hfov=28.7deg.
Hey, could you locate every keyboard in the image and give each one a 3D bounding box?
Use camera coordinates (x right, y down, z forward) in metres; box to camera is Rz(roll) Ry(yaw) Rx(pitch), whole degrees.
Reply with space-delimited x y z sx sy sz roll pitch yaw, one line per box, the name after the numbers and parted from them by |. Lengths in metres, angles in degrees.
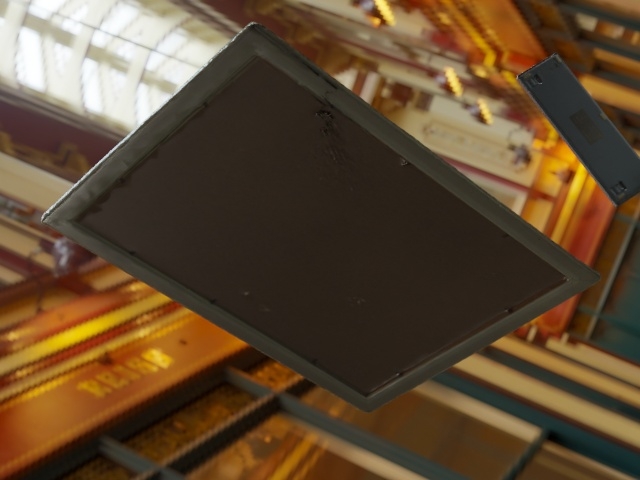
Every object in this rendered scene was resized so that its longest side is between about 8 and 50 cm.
0.280 -0.118 1.321 0.055 0.176 0.014 -33 -14 -10 | keyboard

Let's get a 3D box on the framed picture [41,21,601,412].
0.000 0.000 0.819 0.232 0.296 0.019 -35 33 36 | framed picture
